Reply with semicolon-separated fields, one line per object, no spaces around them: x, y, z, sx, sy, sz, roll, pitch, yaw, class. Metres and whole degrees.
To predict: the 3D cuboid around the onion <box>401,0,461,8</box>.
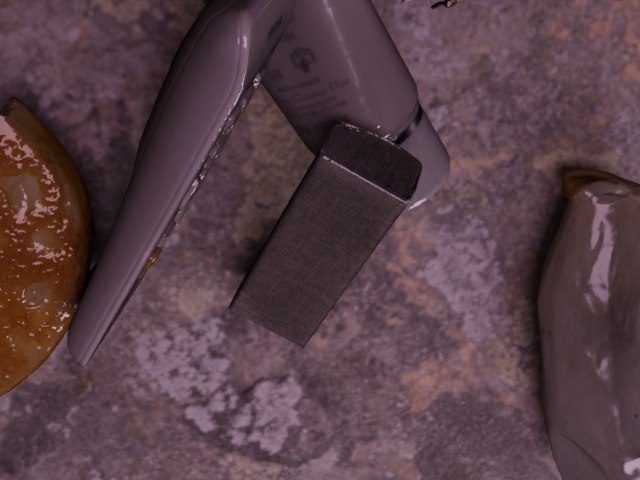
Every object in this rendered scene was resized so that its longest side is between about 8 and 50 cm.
0.119;-0.284;0.661;0.314;0.314;0.232;-35;119;6;onion

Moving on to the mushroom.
0.241;0.104;0.996;0.109;0.097;0.351;-15;115;-6;mushroom

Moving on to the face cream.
-0.014;-0.149;0.811;0.143;0.089;0.314;-7;131;41;face cream

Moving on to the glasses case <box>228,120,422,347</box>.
0.000;0.000;0.860;0.071;0.047;0.205;28;140;-4;glasses case

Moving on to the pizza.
-0.230;0.010;0.863;0.127;0.058;0.246;-5;118;-11;pizza

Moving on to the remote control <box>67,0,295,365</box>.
-0.105;-0.050;0.791;0.055;0.109;0.313;30;126;-5;remote control
